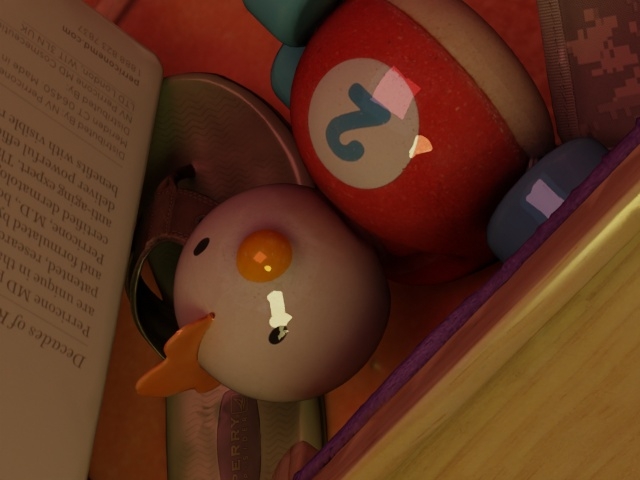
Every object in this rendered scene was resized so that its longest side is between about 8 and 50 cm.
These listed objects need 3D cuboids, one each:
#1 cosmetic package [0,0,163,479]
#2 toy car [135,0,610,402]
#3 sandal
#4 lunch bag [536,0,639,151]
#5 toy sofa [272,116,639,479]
[{"bbox_3d":[-0.245,0.076,0.889,0.230,0.161,0.453,-20,48,36],"label":"cosmetic package"},{"bbox_3d":[0.000,0.000,0.827,0.238,0.210,0.219,-42,72,-8],"label":"toy car"},{"bbox_3d":[-0.058,0.033,0.942,0.120,0.086,0.303,-19,66,21],"label":"sandal"},{"bbox_3d":[0.226,-0.182,0.807,0.235,0.169,0.287,-5,85,27],"label":"lunch bag"},{"bbox_3d":[0.139,0.038,0.685,0.150,0.177,0.362,37,115,-11],"label":"toy sofa"}]
